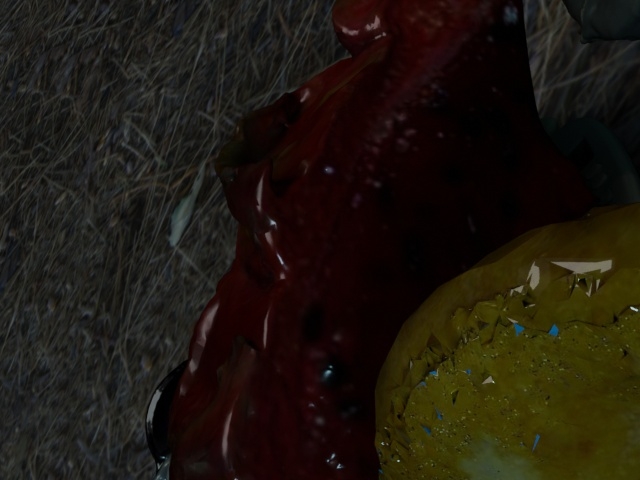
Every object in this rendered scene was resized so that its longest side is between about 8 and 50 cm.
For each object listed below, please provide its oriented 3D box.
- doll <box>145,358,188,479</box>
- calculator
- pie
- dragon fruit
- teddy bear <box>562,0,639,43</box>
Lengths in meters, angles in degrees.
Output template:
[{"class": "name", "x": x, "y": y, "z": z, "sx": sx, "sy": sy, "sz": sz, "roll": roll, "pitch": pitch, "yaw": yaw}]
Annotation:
[{"class": "doll", "x": -0.080, "y": 0.111, "z": 1.074, "sx": 0.195, "sy": 0.070, "sz": 0.096, "roll": -64, "pitch": 11, "yaw": -14}, {"class": "calculator", "x": 0.137, "y": -0.015, "z": 0.841, "sx": 0.095, "sy": 0.021, "sz": 0.153, "roll": -50, "pitch": 31, "yaw": 26}, {"class": "pie", "x": 0.146, "y": 0.085, "z": 0.491, "sx": 0.273, "sy": 0.273, "sz": 0.069, "roll": -27, "pitch": 27, "yaw": 50}, {"class": "dragon fruit", "x": -0.009, "y": 0.000, "z": 0.777, "sx": 0.286, "sy": 0.228, "sz": 0.329, "roll": -10, "pitch": 82, "yaw": 62}, {"class": "teddy bear", "x": 0.171, "y": -0.211, "z": 0.805, "sx": 0.171, "sy": 0.144, "sz": 0.251, "roll": -21, "pitch": 25, "yaw": -5}]
